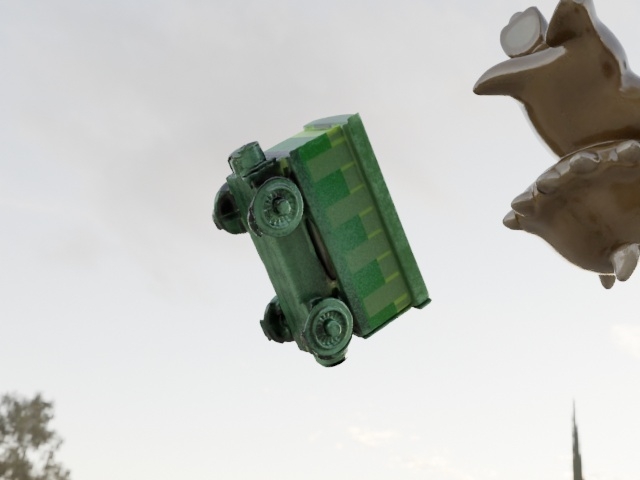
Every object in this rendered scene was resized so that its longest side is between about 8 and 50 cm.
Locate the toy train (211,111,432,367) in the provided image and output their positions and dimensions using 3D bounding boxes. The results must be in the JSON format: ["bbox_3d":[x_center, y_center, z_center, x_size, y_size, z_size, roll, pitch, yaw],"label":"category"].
[{"bbox_3d":[0.000,0.000,0.962,0.120,0.202,0.301,10,-52,58],"label":"toy train"}]

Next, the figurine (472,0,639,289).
[{"bbox_3d":[0.226,-0.075,0.707,0.247,0.173,0.177,47,0,-8],"label":"figurine"}]
